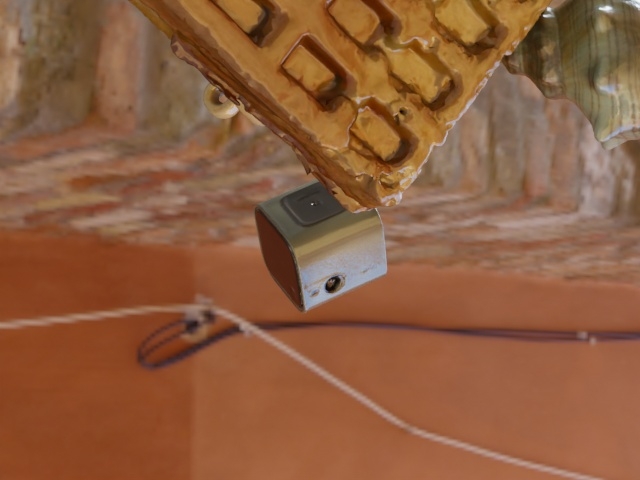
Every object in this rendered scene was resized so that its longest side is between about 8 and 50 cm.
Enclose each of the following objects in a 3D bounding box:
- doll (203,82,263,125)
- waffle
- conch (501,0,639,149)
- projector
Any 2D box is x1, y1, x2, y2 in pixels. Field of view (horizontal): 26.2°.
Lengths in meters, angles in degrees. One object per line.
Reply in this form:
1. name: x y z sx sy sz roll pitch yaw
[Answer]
1. doll: 0.035 -0.204 1.018 0.208 0.144 0.271 11 -98 21
2. waffle: -0.014 -0.195 0.844 0.224 0.327 0.098 -49 -161 -3
3. conch: 0.223 -0.126 0.952 0.114 0.234 0.137 111 -27 -51
4. projector: 0.000 0.000 1.161 0.083 0.082 0.083 48 -25 45
